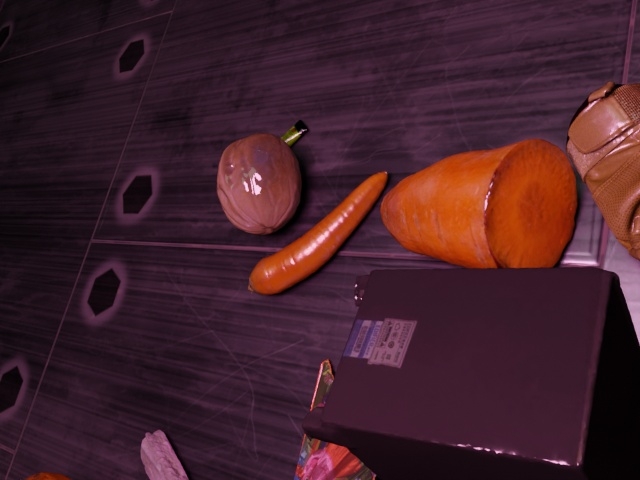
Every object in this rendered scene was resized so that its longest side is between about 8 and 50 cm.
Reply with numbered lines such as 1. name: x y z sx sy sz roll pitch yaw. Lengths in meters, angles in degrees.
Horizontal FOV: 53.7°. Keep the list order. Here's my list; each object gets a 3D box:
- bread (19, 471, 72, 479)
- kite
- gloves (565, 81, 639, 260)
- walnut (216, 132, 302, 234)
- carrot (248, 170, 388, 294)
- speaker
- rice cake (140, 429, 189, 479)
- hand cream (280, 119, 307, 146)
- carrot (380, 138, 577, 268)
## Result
1. bread: -0.322 0.462 0.883 0.344 0.149 0.195 10 70 43
2. kite: 0.019 0.307 0.779 0.234 0.016 0.321 -48 41 21
3. gloves: 0.369 -0.035 0.610 0.154 0.141 0.331 -21 43 -2
4. walnut: -0.095 -0.088 0.986 0.140 0.140 0.162 -18 50 29
5. carrot: 0.001 0.000 0.925 0.271 0.066 0.062 -37 95 14
6. speaker: 0.158 0.157 0.597 0.254 0.232 0.184 -3 50 37
7. rice cake: -0.194 0.378 0.892 0.270 0.049 0.055 45 114 41
8. hand cream: -0.072 -0.155 1.070 0.122 0.023 0.036 -43 39 11
9. carrot: 0.171 -0.033 0.771 0.225 0.159 0.159 1 69 52
